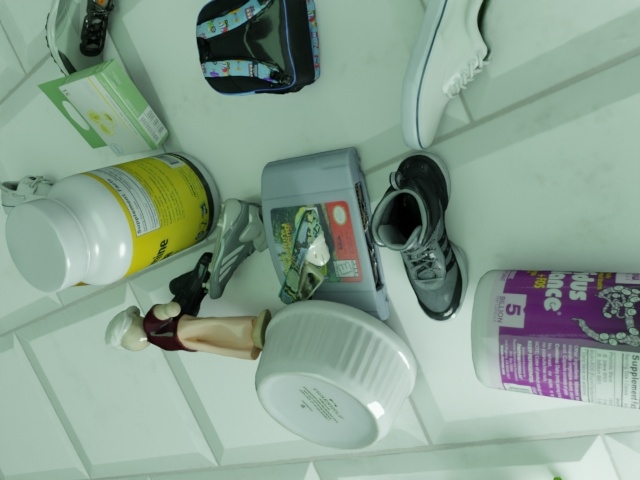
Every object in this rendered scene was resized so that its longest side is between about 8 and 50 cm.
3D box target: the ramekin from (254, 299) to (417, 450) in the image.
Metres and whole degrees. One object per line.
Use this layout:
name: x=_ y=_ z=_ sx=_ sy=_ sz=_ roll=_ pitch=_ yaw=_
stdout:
ramekin: x=0.014 y=0.236 z=0.900 sx=0.272 sy=0.127 sz=0.273 roll=14 pitch=135 yaw=14

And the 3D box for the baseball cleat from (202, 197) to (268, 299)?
baseball cleat: x=-0.151 y=0.026 z=0.990 sx=0.109 sy=0.072 sz=0.206 roll=11 pitch=117 yaw=-7

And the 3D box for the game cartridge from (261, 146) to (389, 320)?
game cartridge: x=0.000 y=0.000 z=0.924 sx=0.195 sy=0.060 sz=0.295 roll=-4 pitch=105 yaw=35

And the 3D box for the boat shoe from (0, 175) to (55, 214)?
boat shoe: x=-0.658 y=-0.107 z=1.238 sx=0.257 sy=0.095 sz=0.084 roll=-1 pitch=111 yaw=29

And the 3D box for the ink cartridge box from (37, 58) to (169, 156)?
ink cartridge box: x=-0.431 y=-0.241 z=1.039 sx=0.234 sy=0.056 sz=0.171 roll=-5 pitch=136 yaw=29

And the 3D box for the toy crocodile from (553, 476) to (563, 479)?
toy crocodile: x=0.302 y=0.511 z=0.915 sx=0.115 sy=0.105 sz=0.341 roll=36 pitch=126 yaw=13

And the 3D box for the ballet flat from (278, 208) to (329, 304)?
ballet flat: x=-0.018 y=0.036 z=0.880 sx=0.070 sy=0.070 sz=0.189 roll=30 pitch=129 yaw=18

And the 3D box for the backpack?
backpack: x=-0.101 y=-0.301 z=0.832 sx=0.173 sy=0.117 sz=0.159 roll=0 pitch=108 yaw=29

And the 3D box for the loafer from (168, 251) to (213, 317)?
loafer: x=-0.273 y=0.101 z=1.101 sx=0.078 sy=0.076 sz=0.223 roll=36 pitch=125 yaw=3

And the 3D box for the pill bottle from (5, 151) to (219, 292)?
pill bottle: x=-0.346 y=-0.036 z=0.939 sx=0.187 sy=0.334 sz=0.188 roll=11 pitch=113 yaw=27

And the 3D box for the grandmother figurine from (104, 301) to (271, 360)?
grandmother figurine: x=-0.261 y=0.178 z=1.041 sx=0.341 sy=0.104 sz=0.208 roll=-2 pitch=136 yaw=14

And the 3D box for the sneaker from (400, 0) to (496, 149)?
sneaker: x=0.174 y=-0.239 z=0.710 sx=0.091 sy=0.094 sz=0.258 roll=23 pitch=117 yaw=26

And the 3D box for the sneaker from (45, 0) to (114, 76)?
sneaker: x=-0.436 y=-0.418 z=0.997 sx=0.107 sy=0.100 sz=0.272 roll=14 pitch=114 yaw=19

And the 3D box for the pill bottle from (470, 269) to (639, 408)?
pill bottle: x=0.360 y=0.123 z=0.689 sx=0.301 sy=0.169 sz=0.170 roll=0 pitch=108 yaw=29

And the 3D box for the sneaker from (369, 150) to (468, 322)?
sneaker: x=0.141 y=0.014 z=0.785 sx=0.101 sy=0.153 sz=0.269 roll=-4 pitch=106 yaw=31

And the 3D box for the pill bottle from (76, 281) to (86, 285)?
pill bottle: x=-0.520 y=0.031 z=1.183 sx=0.245 sy=0.136 sz=0.137 roll=-7 pitch=104 yaw=32
